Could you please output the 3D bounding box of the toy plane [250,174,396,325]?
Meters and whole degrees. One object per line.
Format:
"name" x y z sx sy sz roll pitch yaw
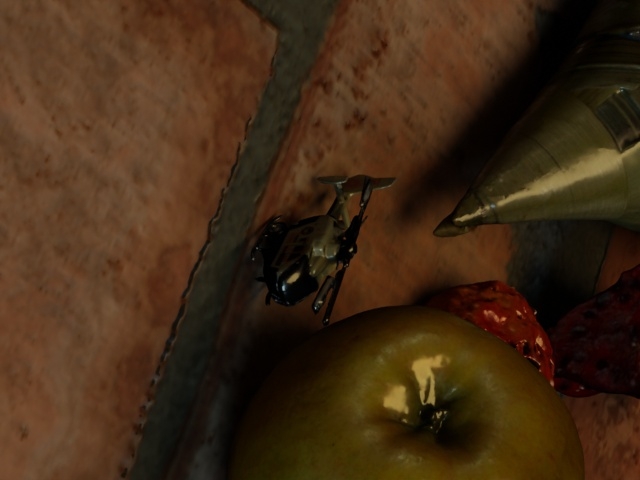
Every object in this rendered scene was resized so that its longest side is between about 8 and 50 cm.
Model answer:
"toy plane" 0.000 0.000 0.945 0.120 0.049 0.031 -63 143 -49

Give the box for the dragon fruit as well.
"dragon fruit" 0.206 0.093 1.170 0.122 0.092 0.192 -33 155 7

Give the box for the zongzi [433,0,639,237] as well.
"zongzi" 0.198 -0.017 1.142 0.289 0.123 0.260 -51 134 -27

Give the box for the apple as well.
"apple" 0.041 0.116 0.915 0.182 0.182 0.155 -49 160 -34

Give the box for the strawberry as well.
"strawberry" 0.097 0.116 1.068 0.121 0.082 0.188 -8 101 -54
